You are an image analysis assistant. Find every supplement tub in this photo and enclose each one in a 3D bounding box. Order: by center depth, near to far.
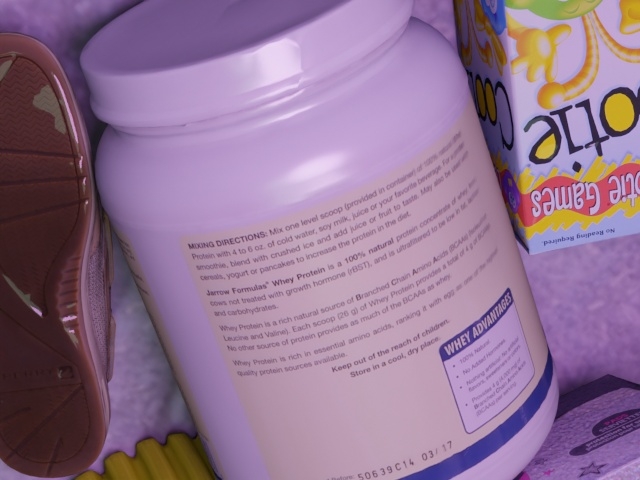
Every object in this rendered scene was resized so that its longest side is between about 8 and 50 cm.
[{"bbox_3d":[0.000,0.000,1.075,0.235,0.235,0.325,-21,113,-3],"label":"supplement tub"}]

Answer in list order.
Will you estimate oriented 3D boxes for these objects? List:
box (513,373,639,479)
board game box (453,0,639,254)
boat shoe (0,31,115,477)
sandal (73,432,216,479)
[{"bbox_3d":[0.148,0.204,1.123,0.247,0.163,0.142,-24,103,-18],"label":"box"},{"bbox_3d":[0.168,-0.152,1.098,0.144,0.142,0.275,-11,113,-7],"label":"board game box"},{"bbox_3d":[-0.186,0.003,1.117,0.109,0.098,0.302,-4,114,5],"label":"boat shoe"},{"bbox_3d":[-0.147,0.238,1.210,0.317,0.126,0.138,-20,121,4],"label":"sandal"}]
